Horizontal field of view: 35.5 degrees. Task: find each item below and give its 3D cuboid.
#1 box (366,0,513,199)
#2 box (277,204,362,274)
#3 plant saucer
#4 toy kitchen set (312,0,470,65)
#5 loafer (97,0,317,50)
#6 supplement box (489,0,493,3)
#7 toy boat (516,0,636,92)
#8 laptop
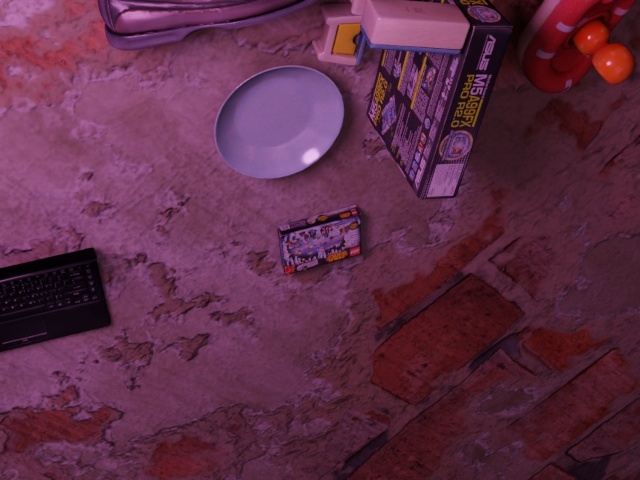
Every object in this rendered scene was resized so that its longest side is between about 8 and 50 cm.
[{"bbox_3d":[0.152,-0.225,1.365,0.060,0.216,0.270,-3,131,-21],"label":"box"},{"bbox_3d":[0.000,0.000,1.639,0.137,0.027,0.094,-16,136,-11],"label":"box"},{"bbox_3d":[-0.063,-0.177,1.439,0.194,0.037,0.195,-13,135,-14],"label":"plant saucer"},{"bbox_3d":[0.083,-0.264,1.298,0.122,0.207,0.166,0,131,-18],"label":"toy kitchen set"},{"bbox_3d":[-0.127,-0.318,1.235,0.302,0.109,0.095,-17,131,-6],"label":"loafer"},{"bbox_3d":[0.216,-0.356,1.401,0.062,0.036,0.098,9,126,-32],"label":"supplement box"},{"bbox_3d":[0.389,-0.286,1.429,0.151,0.151,0.231,-21,161,-27],"label":"toy boat"},{"bbox_3d":[-0.430,0.104,1.460,0.234,0.137,0.264,-13,134,-13],"label":"laptop"}]
